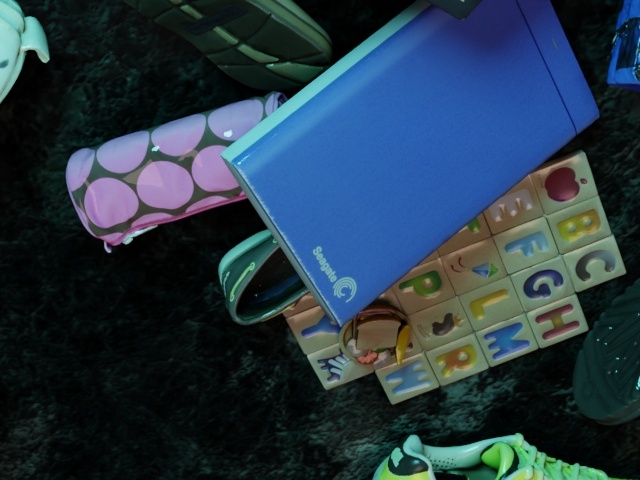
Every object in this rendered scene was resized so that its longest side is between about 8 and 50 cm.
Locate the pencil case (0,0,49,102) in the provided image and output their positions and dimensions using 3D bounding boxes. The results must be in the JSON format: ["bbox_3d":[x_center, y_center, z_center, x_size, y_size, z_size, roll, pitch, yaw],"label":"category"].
[{"bbox_3d":[-0.408,-0.234,1.159,0.184,0.160,0.410,-29,127,29],"label":"pencil case"}]

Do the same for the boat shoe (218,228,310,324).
[{"bbox_3d":[0.000,0.000,1.448,0.228,0.068,0.081,-38,124,18],"label":"boat shoe"}]

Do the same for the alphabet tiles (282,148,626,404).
[{"bbox_3d":[0.131,0.035,1.548,0.343,0.011,0.285,-22,127,6],"label":"alphabet tiles"}]

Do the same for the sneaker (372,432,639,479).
[{"bbox_3d":[0.241,0.298,1.681,0.385,0.145,0.147,2,126,-14],"label":"sneaker"}]

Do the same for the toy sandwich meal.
[{"bbox_3d":[0.059,0.102,1.558,0.086,0.029,0.085,-5,127,-6],"label":"toy sandwich meal"}]

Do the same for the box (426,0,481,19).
[{"bbox_3d":[0.071,-0.370,1.068,0.343,0.179,0.312,18,125,-46],"label":"box"}]

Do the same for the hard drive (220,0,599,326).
[{"bbox_3d":[0.089,-0.095,1.353,0.319,0.040,0.210,-39,126,-9],"label":"hard drive"}]

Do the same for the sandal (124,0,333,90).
[{"bbox_3d":[-0.095,-0.229,1.270,0.120,0.086,0.303,-11,150,27],"label":"sandal"}]

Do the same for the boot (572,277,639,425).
[{"bbox_3d":[0.464,0.113,1.589,0.260,0.131,0.348,34,114,-29],"label":"boot"}]

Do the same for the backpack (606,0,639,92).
[{"bbox_3d":[0.310,-0.190,1.360,0.098,0.101,0.120,11,91,-22],"label":"backpack"}]

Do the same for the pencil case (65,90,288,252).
[{"bbox_3d":[-0.118,-0.062,1.371,0.209,0.095,0.098,-16,91,12],"label":"pencil case"}]
